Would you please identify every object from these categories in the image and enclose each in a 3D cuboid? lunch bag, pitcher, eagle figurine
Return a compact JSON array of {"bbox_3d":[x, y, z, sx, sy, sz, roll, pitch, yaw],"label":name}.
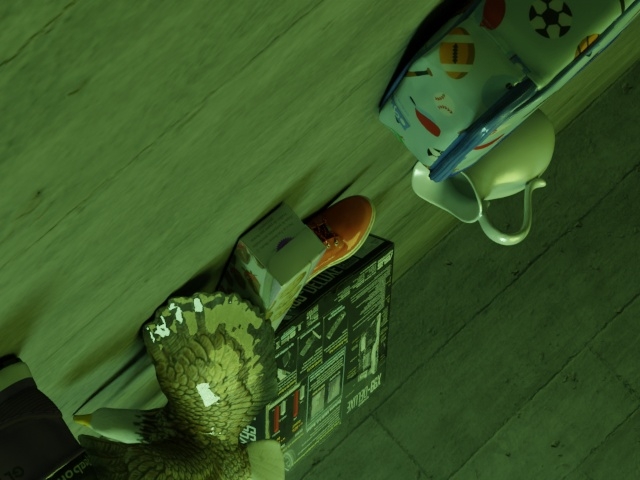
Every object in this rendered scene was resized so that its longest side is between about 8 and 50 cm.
[{"bbox_3d":[0.197,-0.188,1.111,0.303,0.115,0.243,-40,175,-14],"label":"lunch bag"},{"bbox_3d":[0.256,-0.094,1.727,0.207,0.178,0.125,-37,166,-35],"label":"pitcher"},{"bbox_3d":[-0.140,0.195,1.237,0.225,0.226,0.298,-19,171,-17],"label":"eagle figurine"}]

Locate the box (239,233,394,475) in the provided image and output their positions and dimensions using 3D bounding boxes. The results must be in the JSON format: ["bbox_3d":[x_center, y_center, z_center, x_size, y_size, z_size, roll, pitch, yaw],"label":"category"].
[{"bbox_3d":[-0.013,0.154,1.640,0.307,0.076,0.242,-36,137,-47],"label":"box"}]

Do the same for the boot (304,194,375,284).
[{"bbox_3d":[0.000,0.000,1.367,0.158,0.059,0.084,-41,168,-11],"label":"boot"}]

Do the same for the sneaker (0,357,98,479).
[{"bbox_3d":[-0.261,0.215,0.900,0.283,0.124,0.107,-48,171,38],"label":"sneaker"}]

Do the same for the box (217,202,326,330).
[{"bbox_3d":[-0.067,0.057,1.293,0.067,0.063,0.324,-39,172,-23],"label":"box"}]
